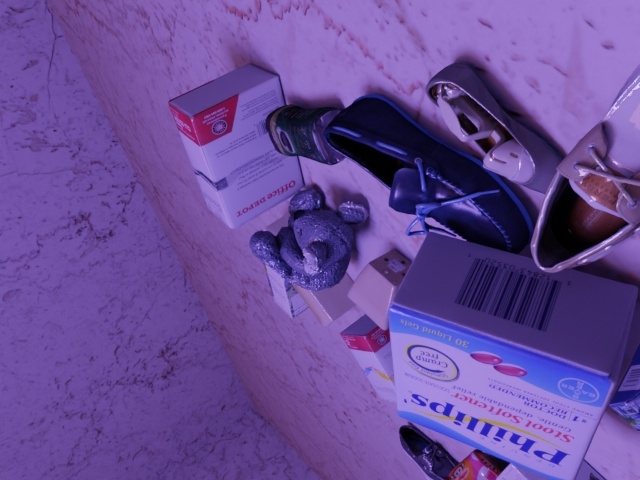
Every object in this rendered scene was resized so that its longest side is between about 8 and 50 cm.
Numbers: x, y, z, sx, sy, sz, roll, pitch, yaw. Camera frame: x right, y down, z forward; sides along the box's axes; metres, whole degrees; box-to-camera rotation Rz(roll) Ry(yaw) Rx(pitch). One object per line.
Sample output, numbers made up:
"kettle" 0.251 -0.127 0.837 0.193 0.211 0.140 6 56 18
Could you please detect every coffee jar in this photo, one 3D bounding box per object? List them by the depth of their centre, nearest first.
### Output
"coffee jar" -0.025 -0.197 1.046 0.184 0.079 0.096 22 142 52

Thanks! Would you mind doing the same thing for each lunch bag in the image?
"lunch bag" 0.388 0.548 1.122 0.293 0.120 0.258 44 -178 29

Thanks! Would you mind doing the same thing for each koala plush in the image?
"koala plush" 0.000 0.000 1.147 0.203 0.196 0.221 46 158 -6

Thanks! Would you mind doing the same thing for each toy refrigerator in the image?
"toy refrigerator" -0.024 0.067 1.372 0.269 0.102 0.094 53 158 6

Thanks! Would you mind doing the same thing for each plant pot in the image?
"plant pot" 0.131 0.083 1.088 0.109 0.109 0.096 42 142 31

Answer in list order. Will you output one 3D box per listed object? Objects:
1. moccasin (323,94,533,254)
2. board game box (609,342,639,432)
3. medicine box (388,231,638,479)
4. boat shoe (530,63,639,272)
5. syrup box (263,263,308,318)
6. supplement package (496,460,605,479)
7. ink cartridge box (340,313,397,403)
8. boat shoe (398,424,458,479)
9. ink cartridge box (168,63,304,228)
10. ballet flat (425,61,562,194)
"moccasin" 0.138 -0.076 0.828 0.342 0.117 0.138 42 154 31
"board game box" 0.405 0.142 0.545 0.194 0.194 0.060 40 157 2
"medicine box" 0.246 0.163 0.781 0.263 0.149 0.289 16 140 26
"boat shoe" 0.294 -0.064 0.548 0.113 0.103 0.302 44 155 26
"syrup box" -0.083 0.090 1.533 0.096 0.093 0.237 38 152 37
"supplement package" 0.413 0.433 0.977 0.179 0.105 0.105 43 152 27
"ink cartridge box" 0.155 0.235 1.201 0.176 0.128 0.127 59 158 -6
"boat shoe" 0.277 0.543 1.453 0.228 0.080 0.076 34 151 58
"ink cartridge box" -0.164 -0.190 1.181 0.114 0.197 0.273 37 150 42
"ballet flat" 0.207 -0.122 0.692 0.213 0.068 0.072 51 157 11
